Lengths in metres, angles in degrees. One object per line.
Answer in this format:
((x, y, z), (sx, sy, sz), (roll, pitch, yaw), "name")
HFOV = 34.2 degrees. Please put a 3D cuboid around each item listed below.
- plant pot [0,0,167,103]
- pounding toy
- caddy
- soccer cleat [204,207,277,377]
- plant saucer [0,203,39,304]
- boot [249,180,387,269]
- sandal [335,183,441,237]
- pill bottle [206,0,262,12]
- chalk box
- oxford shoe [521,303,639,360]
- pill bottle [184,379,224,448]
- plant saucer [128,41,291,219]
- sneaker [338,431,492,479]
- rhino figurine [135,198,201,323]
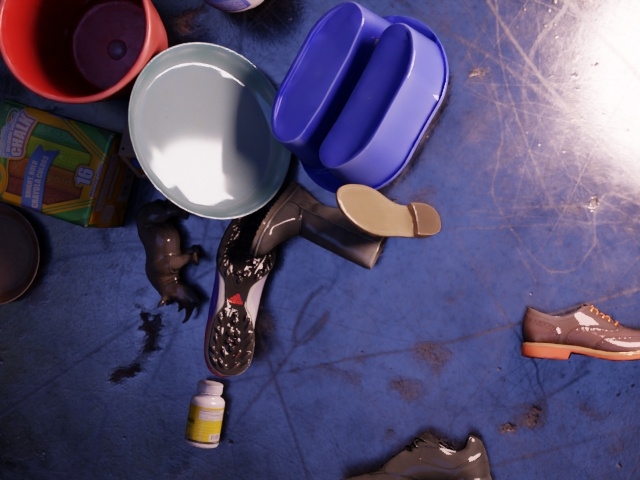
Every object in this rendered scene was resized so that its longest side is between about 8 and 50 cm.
((-0.399, -0.362, 1.857), (0.275, 0.243, 0.274), (0, 91, 8), "plant pot")
((-0.278, -0.141, 1.879), (0.130, 0.141, 0.100), (5, 72, 12), "pounding toy")
((0.074, -0.247, 1.825), (0.241, 0.179, 0.341), (31, 95, 28), "caddy")
((-0.156, 0.093, 1.906), (0.109, 0.116, 0.318), (13, 76, -16), "soccer cleat")
((-0.629, 0.025, 2.004), (0.199, 0.036, 0.198), (0, 92, 9), "plant saucer")
((0.000, 0.000, 1.864), (0.209, 0.076, 0.189), (32, 61, 4), "boot")
((0.100, -0.034, 1.831), (0.079, 0.240, 0.088), (-28, 61, 46), "sandal")
((-0.164, -0.481, 1.804), (0.152, 0.272, 0.152), (0, 92, 8), "pill bottle")
((-0.503, -0.146, 1.909), (0.289, 0.179, 0.180), (16, 93, 8), "chalk box")
((0.488, 0.159, 1.811), (0.272, 0.097, 0.098), (0, 85, 9), "oxford shoe")
((-0.213, 0.322, 1.933), (0.065, 0.065, 0.116), (10, 92, 8), "pill bottle")
((-0.195, -0.188, 1.819), (0.318, 0.044, 0.317), (9, 74, -32), "plant saucer")
((0.166, 0.414, 1.869), (0.286, 0.109, 0.130), (-7, 84, -1), "sneaker")
((-0.277, 0.035, 1.933), (0.106, 0.073, 0.243), (-11, 91, 5), "rhino figurine")
